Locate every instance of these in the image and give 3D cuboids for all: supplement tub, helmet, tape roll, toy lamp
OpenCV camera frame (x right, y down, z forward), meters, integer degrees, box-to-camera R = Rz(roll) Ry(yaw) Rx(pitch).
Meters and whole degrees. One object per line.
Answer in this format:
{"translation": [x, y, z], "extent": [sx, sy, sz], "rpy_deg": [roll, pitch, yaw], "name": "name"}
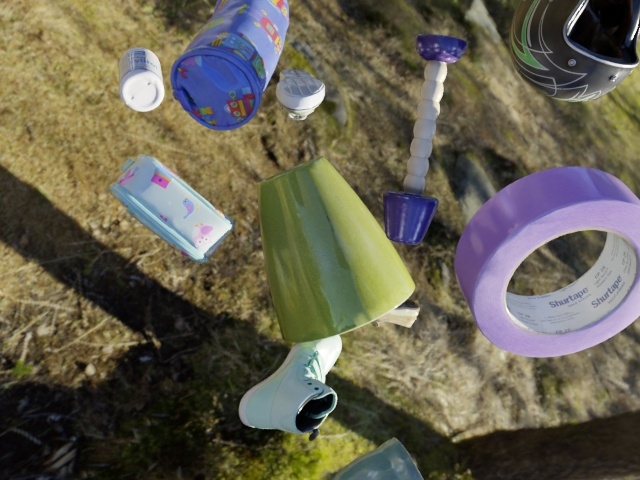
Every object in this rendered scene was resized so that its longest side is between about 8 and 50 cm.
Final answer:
{"translation": [-0.295, -0.265, 1.112], "extent": [0.071, 0.071, 0.107], "rpy_deg": [31, 23, -35], "name": "supplement tub"}
{"translation": [0.331, -0.265, 0.889], "extent": [0.169, 0.169, 0.161], "rpy_deg": [-12, 110, -54], "name": "helmet"}
{"translation": [0.334, 0.036, 0.952], "extent": [0.275, 0.275, 0.090], "rpy_deg": [38, 22, -29], "name": "tape roll"}
{"translation": [0.135, -0.132, 0.915], "extent": [0.080, 0.080, 0.275], "rpy_deg": [0, 101, -52], "name": "toy lamp"}

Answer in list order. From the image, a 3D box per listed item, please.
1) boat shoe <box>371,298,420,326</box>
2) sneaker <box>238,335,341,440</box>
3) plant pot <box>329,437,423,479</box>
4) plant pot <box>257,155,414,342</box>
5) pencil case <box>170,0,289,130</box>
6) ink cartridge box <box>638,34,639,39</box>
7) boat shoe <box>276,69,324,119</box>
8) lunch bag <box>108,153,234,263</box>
{"translation": [0.127, 0.161, 1.523], "extent": [0.190, 0.072, 0.068], "rpy_deg": [13, 19, -11], "name": "boat shoe"}
{"translation": [-0.005, 0.251, 1.190], "extent": [0.256, 0.151, 0.094], "rpy_deg": [-39, 120, -41], "name": "sneaker"}
{"translation": [0.075, 0.469, 1.002], "extent": [0.293, 0.196, 0.293], "rpy_deg": [161, -90, -82], "name": "plant pot"}
{"translation": [0.000, 0.000, 1.289], "extent": [0.275, 0.275, 0.293], "rpy_deg": [-35, 106, -55], "name": "plant pot"}
{"translation": [-0.126, -0.276, 0.980], "extent": [0.306, 0.133, 0.119], "rpy_deg": [-81, 149, -52], "name": "pencil case"}
{"translation": [0.594, -0.354, 1.058], "extent": [0.109, 0.150, 0.063], "rpy_deg": [42, 48, 17], "name": "ink cartridge box"}
{"translation": [-0.049, -0.328, 1.573], "extent": [0.302, 0.109, 0.094], "rpy_deg": [-98, -170, -67], "name": "boat shoe"}
{"translation": [-0.279, -0.063, 1.241], "extent": [0.224, 0.279, 0.108], "rpy_deg": [39, 84, -14], "name": "lunch bag"}
